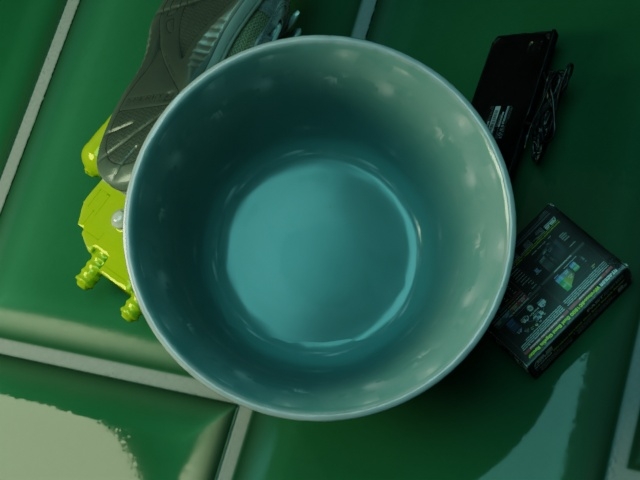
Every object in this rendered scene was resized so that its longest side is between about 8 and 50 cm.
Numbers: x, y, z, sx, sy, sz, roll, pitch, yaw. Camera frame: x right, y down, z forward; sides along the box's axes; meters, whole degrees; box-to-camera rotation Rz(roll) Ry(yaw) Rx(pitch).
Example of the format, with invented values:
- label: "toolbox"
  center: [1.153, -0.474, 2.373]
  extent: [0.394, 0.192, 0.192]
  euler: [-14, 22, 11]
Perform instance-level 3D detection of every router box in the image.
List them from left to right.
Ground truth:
- label: "router box"
  center: [0.189, 0.042, 1.238]
  extent: [0.122, 0.038, 0.092]
  euler: [-45, 60, -2]

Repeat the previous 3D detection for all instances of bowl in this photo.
- label: "bowl"
  center: [0.000, 0.000, 1.224]
  extent: [0.311, 0.163, 0.312]
  euler: [0, 80, 0]

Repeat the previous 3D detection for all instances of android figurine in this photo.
- label: "android figurine"
  center: [-0.121, -0.047, 1.381]
  extent: [0.248, 0.056, 0.273]
  euler: [34, 80, 28]

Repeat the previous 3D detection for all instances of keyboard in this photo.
- label: "keyboard"
  center: [0.175, -0.099, 1.316]
  extent: [0.100, 0.038, 0.192]
  euler: [3, 68, 46]

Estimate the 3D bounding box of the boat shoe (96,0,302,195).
- label: "boat shoe"
  center: [-0.096, -0.159, 1.351]
  extent: [0.118, 0.103, 0.320]
  euler: [-1, 55, 38]
